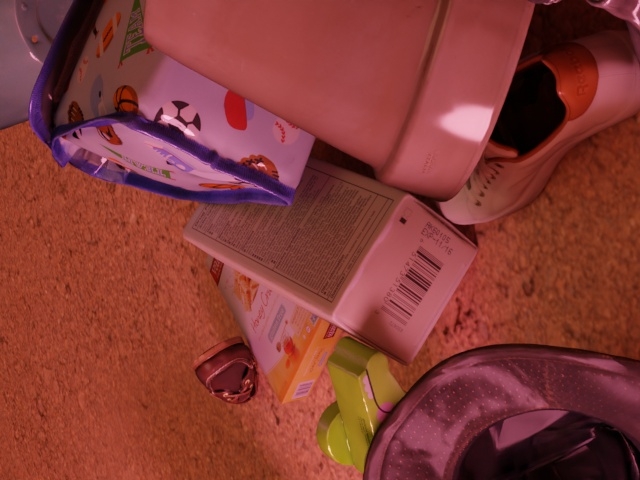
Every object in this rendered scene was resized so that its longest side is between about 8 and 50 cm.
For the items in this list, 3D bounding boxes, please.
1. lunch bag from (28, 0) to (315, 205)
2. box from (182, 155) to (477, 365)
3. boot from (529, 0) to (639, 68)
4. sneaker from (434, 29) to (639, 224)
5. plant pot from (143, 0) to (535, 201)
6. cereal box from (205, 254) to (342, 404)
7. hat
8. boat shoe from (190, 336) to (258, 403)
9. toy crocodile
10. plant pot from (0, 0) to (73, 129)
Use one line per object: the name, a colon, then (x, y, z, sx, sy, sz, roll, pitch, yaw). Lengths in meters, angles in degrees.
lunch bag: (-0.147, -0.220, 1.382, 0.385, 0.239, 0.328, 5, 70, 63)
box: (0.000, 0.000, 1.342, 0.148, 0.121, 0.311, -58, 36, -3)
boot: (0.215, -0.171, 0.899, 0.118, 0.222, 0.338, -14, 87, 47)
sneaker: (0.155, -0.095, 1.124, 0.290, 0.123, 0.106, -45, 62, 54)
plant pot: (0.011, -0.218, 1.051, 0.323, 0.280, 0.323, -167, 90, -85)
cereal box: (-0.059, 0.055, 1.566, 0.240, 0.047, 0.173, 57, 142, 32)
hat: (0.203, 0.192, 1.060, 0.134, 0.331, 0.331, -72, -6, -60)
boat shoe: (-0.109, 0.167, 1.599, 0.073, 0.073, 0.207, 60, 180, 10)
toy crocodile: (0.085, 0.248, 1.259, 0.115, 0.105, 0.341, 14, 126, 60)
plant pot: (-0.437, -0.316, 1.871, 0.235, 0.293, 0.293, -4, 95, 42)
